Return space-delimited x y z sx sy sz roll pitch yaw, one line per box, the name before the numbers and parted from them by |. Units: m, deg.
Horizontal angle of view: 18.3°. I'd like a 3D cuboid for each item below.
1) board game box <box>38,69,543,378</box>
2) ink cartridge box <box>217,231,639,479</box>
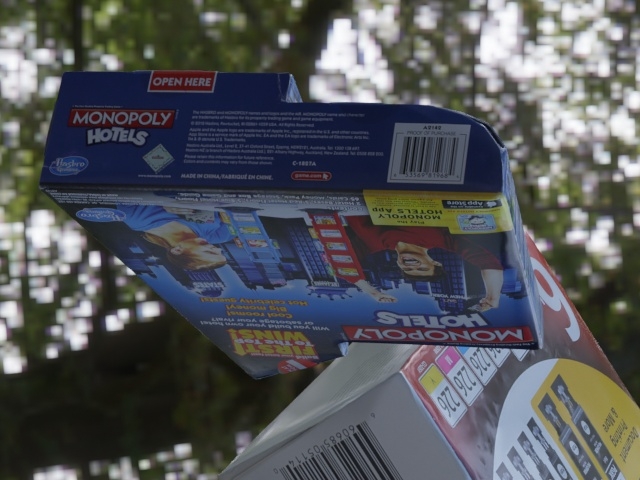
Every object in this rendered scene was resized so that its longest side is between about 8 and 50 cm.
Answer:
board game box | 0.000 0.000 0.880 0.194 0.194 0.060 67 28 -61
ink cartridge box | 0.111 0.171 1.180 0.130 0.309 0.272 -32 -87 23
